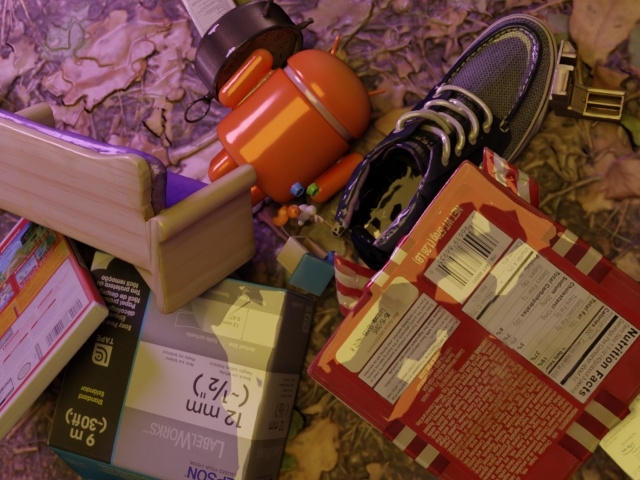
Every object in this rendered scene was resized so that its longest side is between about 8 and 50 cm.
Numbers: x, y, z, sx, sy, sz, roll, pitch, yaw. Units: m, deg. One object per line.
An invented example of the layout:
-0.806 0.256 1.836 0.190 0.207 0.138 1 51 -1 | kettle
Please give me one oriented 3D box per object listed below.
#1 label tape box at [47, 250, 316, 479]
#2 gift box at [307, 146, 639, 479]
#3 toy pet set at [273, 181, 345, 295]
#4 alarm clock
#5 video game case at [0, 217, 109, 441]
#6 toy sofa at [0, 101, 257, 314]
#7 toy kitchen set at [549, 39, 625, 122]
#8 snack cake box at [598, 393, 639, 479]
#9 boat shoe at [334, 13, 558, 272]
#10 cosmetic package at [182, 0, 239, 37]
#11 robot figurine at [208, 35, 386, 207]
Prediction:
-0.170 0.205 1.094 0.249 0.115 0.348 11 83 19 | label tape box
0.143 0.062 0.860 0.276 0.258 0.255 42 96 6 | gift box
0.000 0.000 1.077 0.065 0.122 0.114 42 113 26 | toy pet set
-0.101 -0.212 1.138 0.192 0.129 0.064 -47 70 17 | alarm clock
-0.359 0.084 1.137 0.204 0.025 0.285 -49 39 5 | video game case
-0.253 -0.074 1.075 0.362 0.150 0.177 19 125 32 | toy sofa
0.293 -0.175 1.033 0.075 0.083 0.068 10 84 18 | toy kitchen set
0.378 0.119 0.956 0.264 0.089 0.152 -44 70 6 | snack cake box
0.143 -0.113 1.029 0.127 0.158 0.341 31 91 19 | boat shoe
-0.131 -0.287 1.202 0.060 0.041 0.115 -29 74 10 | cosmetic package
-0.030 -0.130 1.102 0.219 0.128 0.158 -42 66 7 | robot figurine
